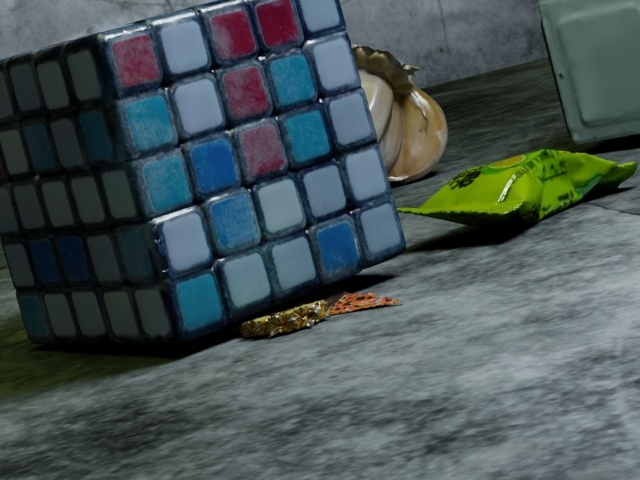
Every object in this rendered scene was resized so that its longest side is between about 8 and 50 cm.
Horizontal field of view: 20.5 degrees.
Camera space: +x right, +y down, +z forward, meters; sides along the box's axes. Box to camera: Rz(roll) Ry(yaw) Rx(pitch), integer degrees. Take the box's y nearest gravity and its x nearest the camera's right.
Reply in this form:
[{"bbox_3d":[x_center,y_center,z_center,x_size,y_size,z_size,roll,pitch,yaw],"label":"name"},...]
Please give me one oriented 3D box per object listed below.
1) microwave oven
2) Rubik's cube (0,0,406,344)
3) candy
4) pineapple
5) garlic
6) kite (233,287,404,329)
[{"bbox_3d":[0.420,-0.259,2.270,0.181,0.237,0.295,-8,10,34],"label":"microwave oven"},{"bbox_3d":[-0.137,-0.072,1.709,0.287,0.292,0.293,-20,6,-36],"label":"Rubik's cube"},{"bbox_3d":[0.208,-0.056,1.854,0.149,0.069,0.246,-8,9,44],"label":"candy"},{"bbox_3d":[-0.032,0.071,1.564,0.083,0.019,0.045,-14,2,-1],"label":"pineapple"},{"bbox_3d":[0.064,-0.154,2.283,0.207,0.207,0.256,-13,16,-2],"label":"garlic"},{"bbox_3d":[-0.025,0.064,1.639,0.125,0.008,0.222,-19,10,-23],"label":"kite"}]
